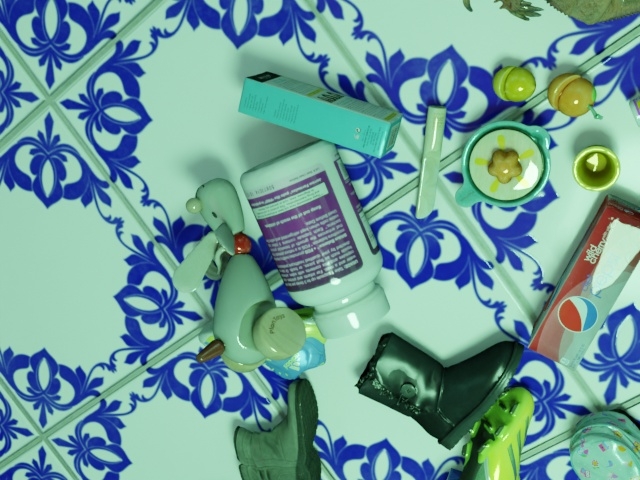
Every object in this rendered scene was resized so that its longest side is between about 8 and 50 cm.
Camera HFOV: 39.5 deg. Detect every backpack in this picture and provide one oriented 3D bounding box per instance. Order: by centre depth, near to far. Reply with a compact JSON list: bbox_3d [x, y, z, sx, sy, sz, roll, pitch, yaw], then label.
[{"bbox_3d":[0.485,0.366,1.441,0.152,0.115,0.182,-31,93,26],"label":"backpack"}]

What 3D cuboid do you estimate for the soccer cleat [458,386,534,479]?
[{"bbox_3d":[0.299,0.386,1.505,0.121,0.093,0.289,24,91,-18],"label":"soccer cleat"}]

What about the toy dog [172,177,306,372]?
[{"bbox_3d":[-0.164,0.074,1.441,0.333,0.161,0.220,56,137,27],"label":"toy dog"}]

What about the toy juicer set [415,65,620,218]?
[{"bbox_3d":[0.274,-0.153,1.361,0.329,0.089,0.209,-11,103,21],"label":"toy juicer set"}]

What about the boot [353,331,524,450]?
[{"bbox_3d":[0.193,0.217,1.496,0.207,0.094,0.246,33,119,1],"label":"boot"}]

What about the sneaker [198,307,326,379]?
[{"bbox_3d":[-0.098,0.196,1.585,0.240,0.091,0.126,-7,105,19],"label":"sneaker"}]

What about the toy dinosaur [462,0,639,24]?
[{"bbox_3d":[0.352,-0.365,1.260,0.296,0.127,0.200,29,121,-6],"label":"toy dinosaur"}]

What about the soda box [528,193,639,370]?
[{"bbox_3d":[0.419,0.065,1.380,0.083,0.092,0.263,26,113,9],"label":"soda box"}]

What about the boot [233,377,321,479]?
[{"bbox_3d":[-0.089,0.361,1.634,0.161,0.083,0.246,5,113,17],"label":"boot"}]

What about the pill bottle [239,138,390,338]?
[{"bbox_3d":[0.000,0.000,1.451,0.169,0.169,0.301,-20,99,22],"label":"pill bottle"}]

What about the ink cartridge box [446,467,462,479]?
[{"bbox_3d":[0.254,0.519,1.597,0.097,0.046,0.207,15,110,14],"label":"ink cartridge box"}]

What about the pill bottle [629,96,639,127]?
[{"bbox_3d":[0.498,-0.200,1.300,0.083,0.043,0.043,-22,99,22],"label":"pill bottle"}]

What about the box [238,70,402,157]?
[{"bbox_3d":[0.001,-0.204,1.425,0.244,0.100,0.060,19,111,11],"label":"box"}]
